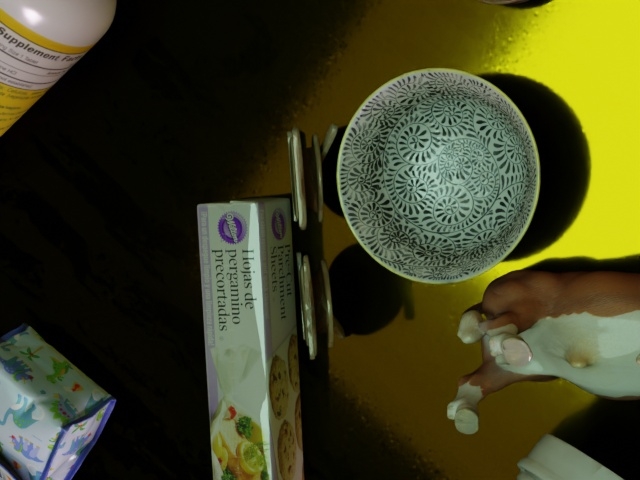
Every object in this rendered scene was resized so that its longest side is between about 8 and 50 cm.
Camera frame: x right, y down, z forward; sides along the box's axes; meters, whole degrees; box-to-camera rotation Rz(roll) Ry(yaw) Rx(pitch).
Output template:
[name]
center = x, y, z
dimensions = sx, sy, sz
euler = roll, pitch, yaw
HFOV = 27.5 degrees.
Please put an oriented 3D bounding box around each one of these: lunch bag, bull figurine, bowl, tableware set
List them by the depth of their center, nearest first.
[bull figurine]
center = 0.240, 0.074, 0.956
dimensions = 0.310, 0.188, 0.101
euler = -4, 107, 32
[bowl]
center = 0.105, -0.053, 1.053
dimensions = 0.170, 0.080, 0.170
euler = 2, 96, 25
[tableware set]
center = 0.000, 0.000, 1.100
dimensions = 0.039, 0.128, 0.194
euler = -5, 94, -3
[lunch bag]
center = -0.291, 0.181, 1.267
dimensions = 0.129, 0.096, 0.151
euler = 39, 124, 15

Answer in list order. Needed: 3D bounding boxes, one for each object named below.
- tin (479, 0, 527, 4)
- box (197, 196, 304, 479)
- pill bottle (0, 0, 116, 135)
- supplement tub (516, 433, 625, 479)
[tin]
center = 0.113, -0.259, 1.054
dimensions = 0.190, 0.040, 0.106
euler = 28, 111, 21
[box]
center = -0.059, 0.125, 1.160
dimensions = 0.063, 0.067, 0.324
euler = -1, 94, 25
[pill bottle]
center = -0.309, -0.208, 1.178
dimensions = 0.334, 0.188, 0.188
euler = -39, 78, 23
[supplement tub]
center = 0.146, 0.332, 0.939
dimensions = 0.241, 0.241, 0.331
euler = 37, 85, 18
